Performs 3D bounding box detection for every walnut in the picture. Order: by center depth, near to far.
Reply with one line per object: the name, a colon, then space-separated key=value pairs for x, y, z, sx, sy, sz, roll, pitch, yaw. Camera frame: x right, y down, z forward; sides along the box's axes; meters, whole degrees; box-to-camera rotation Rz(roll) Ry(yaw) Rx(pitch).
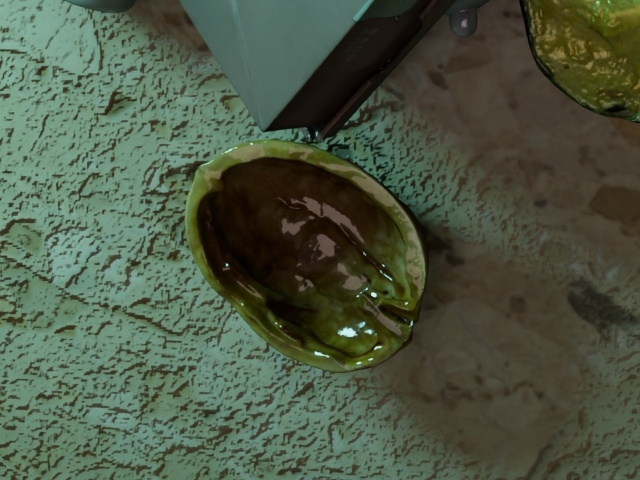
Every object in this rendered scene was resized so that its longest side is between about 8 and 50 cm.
walnut: x=-0.001 y=-0.002 z=1.461 sx=0.211 sy=0.087 sz=0.167 roll=42 pitch=117 yaw=-1

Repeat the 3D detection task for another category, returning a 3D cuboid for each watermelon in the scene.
watermelon: x=0.252 y=-0.196 z=1.311 sx=0.232 sy=0.127 sz=0.204 roll=-31 pitch=102 yaw=20

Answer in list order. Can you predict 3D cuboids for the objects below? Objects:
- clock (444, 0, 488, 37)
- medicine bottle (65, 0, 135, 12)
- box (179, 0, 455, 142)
clock: x=0.106 y=-0.246 z=1.342 sx=0.117 sy=0.080 sz=0.176 roll=39 pitch=115 yaw=31
medicine bottle: x=-0.164 y=-0.248 z=1.435 sx=0.080 sy=0.080 sz=0.130 roll=24 pitch=112 yaw=7
box: x=-0.009 y=-0.215 z=1.336 sx=0.215 sy=0.086 sz=0.215 roll=-47 pitch=66 yaw=37
